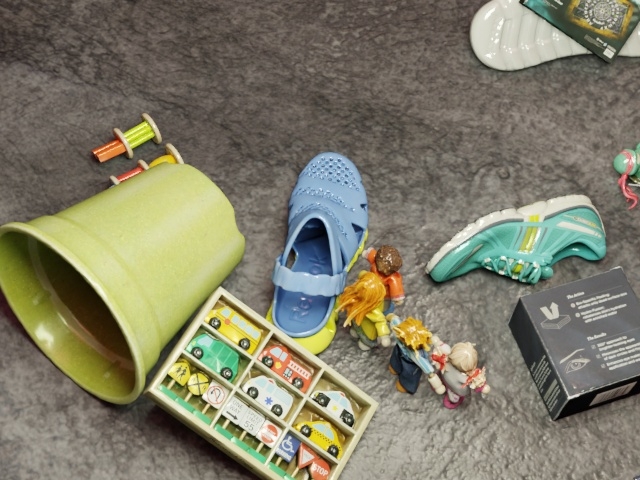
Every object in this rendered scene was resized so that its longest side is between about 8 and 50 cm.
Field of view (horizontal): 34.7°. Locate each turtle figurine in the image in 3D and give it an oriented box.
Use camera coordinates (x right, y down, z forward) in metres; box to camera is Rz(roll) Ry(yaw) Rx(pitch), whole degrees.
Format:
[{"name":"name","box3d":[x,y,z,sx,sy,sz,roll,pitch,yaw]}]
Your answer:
[{"name":"turtle figurine","box3d":[0.528,-0.129,1.547,0.234,0.118,0.175,-5,74,-23]}]

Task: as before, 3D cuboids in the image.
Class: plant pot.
[{"name":"plant pot","box3d":[-0.246,0.031,1.358,0.276,0.276,0.254,37,53,18]}]

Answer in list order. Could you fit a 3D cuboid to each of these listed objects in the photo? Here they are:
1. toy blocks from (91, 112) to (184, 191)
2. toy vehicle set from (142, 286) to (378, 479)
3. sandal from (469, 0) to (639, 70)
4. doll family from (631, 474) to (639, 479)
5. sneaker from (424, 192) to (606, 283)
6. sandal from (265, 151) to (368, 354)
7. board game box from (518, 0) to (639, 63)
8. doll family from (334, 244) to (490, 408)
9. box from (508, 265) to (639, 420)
[{"name":"toy blocks","box3d":[-0.296,-0.112,1.538,0.148,0.054,0.123,-32,67,-19]},{"name":"toy vehicle set","box3d":[-0.072,0.203,1.310,0.267,0.035,0.166,37,63,-11]},{"name":"sandal","box3d":[0.442,-0.386,1.696,0.416,0.169,0.102,-8,20,-7]},{"name":"doll family","box3d":[0.488,0.330,1.298,0.193,0.076,0.111,8,79,-3]},{"name":"sneaker","box3d":[0.285,0.012,1.467,0.275,0.107,0.110,-15,71,-11]},{"name":"sandal","box3d":[0.000,0.000,1.439,0.126,0.138,0.317,7,58,4]},{"name":"board game box","box3d":[0.424,-0.382,1.624,0.186,0.026,0.126,29,101,-18]},{"name":"doll family","box3d":[0.103,0.125,1.352,0.118,0.163,0.263,-30,65,-18]},{"name":"box","box3d":[0.364,0.140,1.395,0.156,0.093,0.158,-15,62,-11]}]
